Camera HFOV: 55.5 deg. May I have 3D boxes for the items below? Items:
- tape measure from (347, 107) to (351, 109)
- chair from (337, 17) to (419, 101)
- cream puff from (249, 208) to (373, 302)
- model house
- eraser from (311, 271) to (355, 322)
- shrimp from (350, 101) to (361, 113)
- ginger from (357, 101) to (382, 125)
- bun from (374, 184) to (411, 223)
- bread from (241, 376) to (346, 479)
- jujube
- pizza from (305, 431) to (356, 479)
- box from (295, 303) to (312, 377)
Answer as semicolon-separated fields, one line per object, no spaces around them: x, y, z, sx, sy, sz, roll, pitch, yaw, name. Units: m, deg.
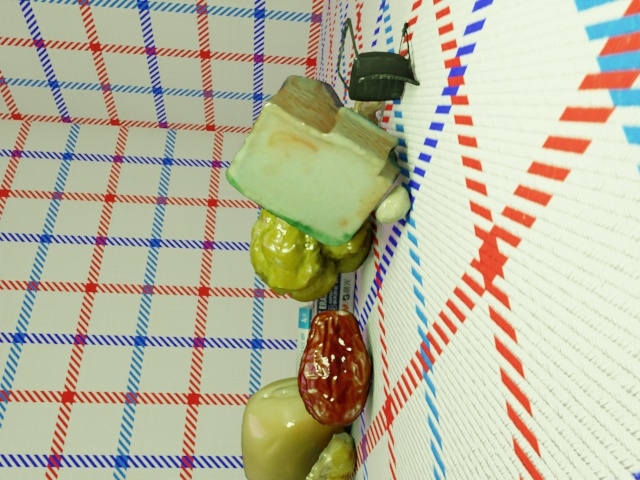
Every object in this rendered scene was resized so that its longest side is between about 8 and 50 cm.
0.070;-0.413;2.028;0.091;0.094;0.054;145;126;-84;tape measure
0.121;-0.349;1.279;0.145;0.140;0.221;98;169;-47;chair
0.000;0.000;1.625;0.378;0.276;0.378;-36;-44;-45;cream puff
0.005;-0.188;1.307;0.245;0.312;0.280;-57;5;30;model house
0.041;0.194;1.918;0.086;0.131;0.287;-139;53;-78;eraser
0.122;-0.366;1.832;0.095;0.045;0.162;-124;36;-44;shrimp
0.128;-0.262;1.581;0.258;0.065;0.149;106;154;-44;ginger
0.150;-0.067;1.225;0.086;0.055;0.086;-49;-4;-4;bun
-0.067;0.603;1.855;0.253;0.348;0.375;-134;41;-54;bread
0.036;0.326;1.562;0.197;0.197;0.290;110;161;-72;jujube
0.041;0.643;1.702;0.204;0.081;0.188;25;-102;-58;pizza
-0.002;0.346;2.066;0.265;0.048;0.273;-5;-81;-63;box
